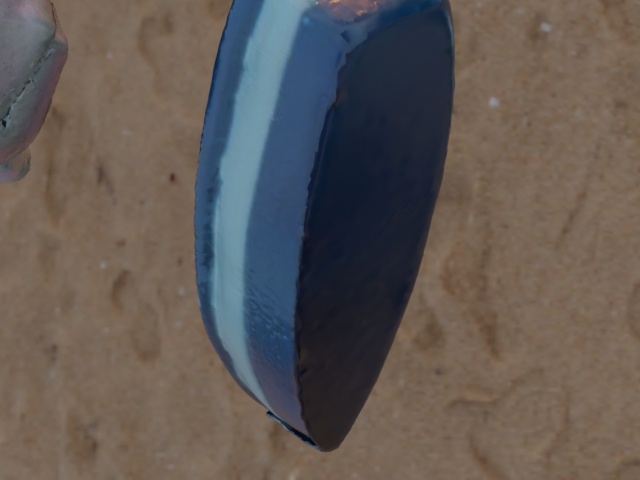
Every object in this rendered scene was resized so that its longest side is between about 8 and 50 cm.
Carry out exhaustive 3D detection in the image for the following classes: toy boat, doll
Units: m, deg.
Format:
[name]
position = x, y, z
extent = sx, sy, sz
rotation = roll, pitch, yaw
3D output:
[toy boat]
position = 0.000, 0.000, 0.634
extent = 0.062, 0.096, 0.299
rotation = 42, 146, 28
[doll]
position = -0.170, -0.092, 0.666
extent = 0.192, 0.095, 0.149
rotation = -173, 88, -74
